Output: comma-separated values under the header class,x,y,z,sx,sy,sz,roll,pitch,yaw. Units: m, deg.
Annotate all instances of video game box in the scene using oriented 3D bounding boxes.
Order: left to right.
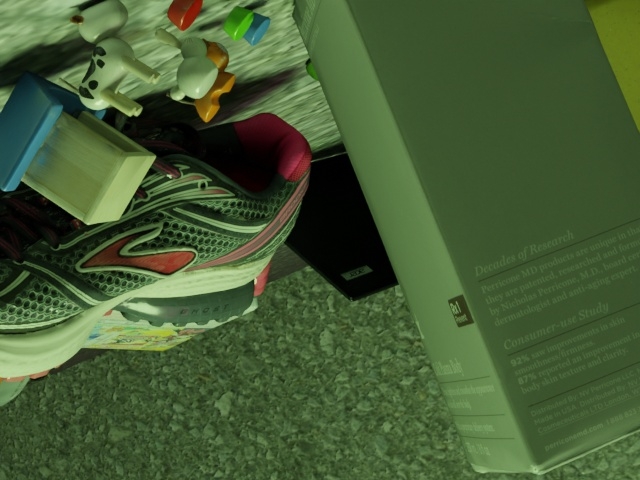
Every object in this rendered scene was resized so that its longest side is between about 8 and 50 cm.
class,x,y,z,sx,sy,sz,roll,pitch,yaw
video game box,-0.196,0.065,1.330,0.205,0.048,0.187,6,158,-36

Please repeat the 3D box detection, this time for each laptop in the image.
class,x,y,z,sx,sy,sz,roll,pitch,yaw
laptop,0.000,0.000,1.270,0.234,0.136,0.264,-17,174,-43

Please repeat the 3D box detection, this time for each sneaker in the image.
class,x,y,z,sx,sy,sz,roll,pitch,yaw
sneaker,-0.127,-0.014,0.732,0.299,0.121,0.112,-15,144,-51

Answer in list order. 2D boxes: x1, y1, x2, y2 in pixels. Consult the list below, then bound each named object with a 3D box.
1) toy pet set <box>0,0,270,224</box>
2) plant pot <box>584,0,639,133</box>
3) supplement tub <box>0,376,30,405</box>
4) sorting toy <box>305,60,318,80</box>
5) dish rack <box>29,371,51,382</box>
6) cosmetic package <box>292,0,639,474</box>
class,x,y,z,sx,sy,sz,roll,pitch,yaw
toy pet set,-0.090,-0.069,0.587,0.114,0.065,0.122,-58,172,9
plant pot,0.219,-0.079,1.007,0.187,0.212,0.212,-36,172,16
supplement tub,-0.281,0.071,0.876,0.117,0.117,0.190,-24,176,29
sorting toy,0.040,-0.099,0.818,0.061,0.042,0.102,-24,175,36
dish rack,-0.356,0.112,1.091,0.272,0.074,0.208,-13,-178,29
cosmetic package,0.076,-0.027,0.595,0.107,0.238,0.127,-24,174,-8
